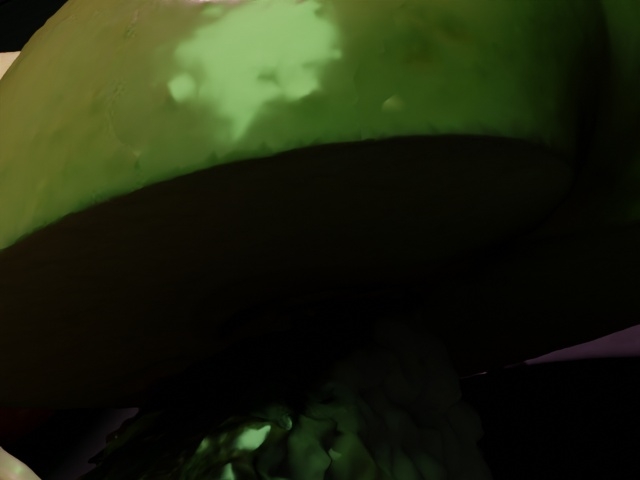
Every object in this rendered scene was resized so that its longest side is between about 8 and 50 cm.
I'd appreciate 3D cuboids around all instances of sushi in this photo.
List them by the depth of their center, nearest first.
[{"bbox_3d":[-0.033,0.169,0.541,0.182,0.196,0.343,-33,10,32],"label":"sushi"}]

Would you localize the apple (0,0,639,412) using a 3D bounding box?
[{"bbox_3d":[0.000,0.000,0.676,0.360,0.320,0.312,-22,22,39],"label":"apple"}]

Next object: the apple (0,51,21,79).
[{"bbox_3d":[-0.312,-0.039,1.275,0.251,0.163,0.293,24,42,36],"label":"apple"}]

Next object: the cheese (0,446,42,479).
[{"bbox_3d":[-0.162,0.170,0.399,0.249,0.071,0.163,-46,42,7],"label":"cheese"}]

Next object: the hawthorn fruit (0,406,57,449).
[{"bbox_3d":[-0.242,0.062,0.979,0.251,0.190,0.189,-17,23,2],"label":"hawthorn fruit"}]
